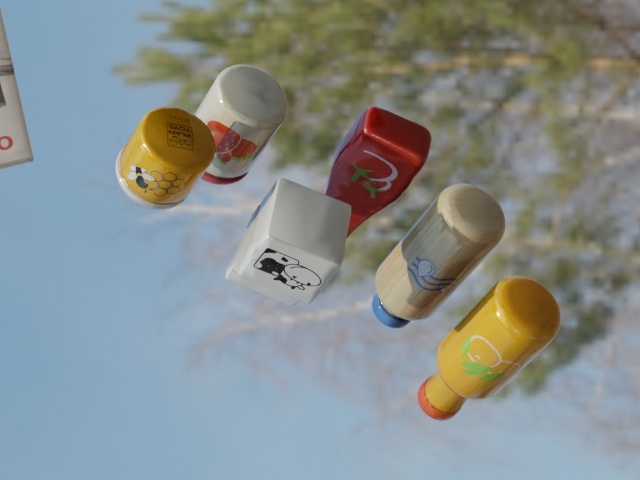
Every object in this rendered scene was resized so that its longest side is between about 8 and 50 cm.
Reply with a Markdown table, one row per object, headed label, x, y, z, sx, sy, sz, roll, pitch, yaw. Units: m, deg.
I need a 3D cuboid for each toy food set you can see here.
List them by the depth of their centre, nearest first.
| label | x | y | z | sx | sy | sz | roll | pitch | yaw |
| --- | --- | --- | --- | --- | --- | --- | --- | --- | --- |
| toy food set | 0.000 | 0.000 | 1.015 | 0.232 | 0.104 | 0.111 | 22 | -131 | -14 |

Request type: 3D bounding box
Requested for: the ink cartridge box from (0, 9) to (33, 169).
| label | x | y | z | sx | sy | sz | roll | pitch | yaw |
| --- | --- | --- | --- | --- | --- | --- | --- | --- | --- |
| ink cartridge box | -0.351 | -0.159 | 1.726 | 0.159 | 0.092 | 0.217 | -14 | -69 | -12 |
